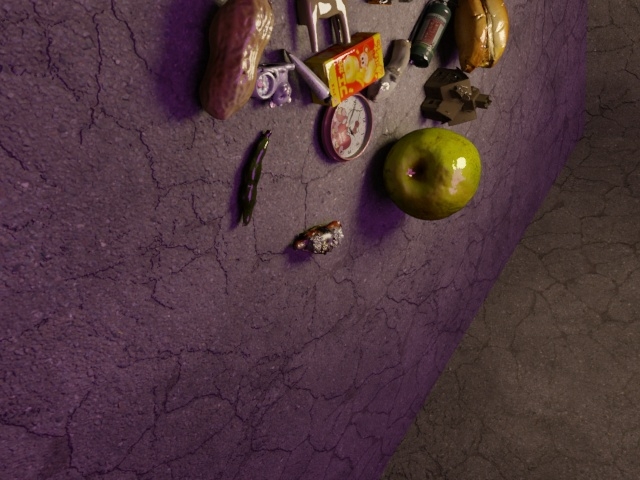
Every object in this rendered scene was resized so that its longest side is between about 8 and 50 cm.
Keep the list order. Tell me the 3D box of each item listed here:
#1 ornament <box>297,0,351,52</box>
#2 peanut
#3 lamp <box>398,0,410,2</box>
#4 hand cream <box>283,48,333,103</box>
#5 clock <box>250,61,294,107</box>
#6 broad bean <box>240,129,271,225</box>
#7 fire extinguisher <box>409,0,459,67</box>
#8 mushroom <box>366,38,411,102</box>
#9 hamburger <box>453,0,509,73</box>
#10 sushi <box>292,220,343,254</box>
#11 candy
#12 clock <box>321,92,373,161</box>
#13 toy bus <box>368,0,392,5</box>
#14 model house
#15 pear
[{"bbox_3d":[-0.014,-0.668,1.366,0.230,0.061,0.244,-32,126,-33],"label":"ornament"},{"bbox_3d":[-0.211,-0.450,1.178,0.149,0.149,0.312,2,108,-50],"label":"peanut"},{"bbox_3d":[0.288,-0.914,1.531,0.269,0.047,0.266,-59,148,-55],"label":"lamp"},{"bbox_3d":[-0.037,-0.475,1.389,0.042,0.067,0.194,-41,121,15],"label":"hand cream"},{"bbox_3d":[-0.145,-0.421,1.320,0.176,0.080,0.117,-26,127,-42],"label":"clock"},{"bbox_3d":[-0.199,-0.183,1.404,0.060,0.043,0.297,0,107,-60],"label":"broad bean"},{"bbox_3d":[0.419,-0.798,1.786,0.093,0.118,0.294,60,55,-86],"label":"fire extinguisher"},{"bbox_3d":[0.245,-0.594,1.688,0.277,0.096,0.099,-57,-175,-15],"label":"mushroom"},{"bbox_3d":[0.612,-0.822,1.862,0.290,0.170,0.313,75,4,-89],"label":"hamburger"},{"bbox_3d":[0.002,0.002,1.685,0.226,0.103,0.097,-21,122,-33],"label":"sushi"},{"bbox_3d":[0.084,-0.545,1.520,0.276,0.088,0.146,-41,136,-30],"label":"candy"},{"bbox_3d":[0.090,-0.386,1.632,0.245,0.056,0.244,-22,121,-41],"label":"clock"},{"bbox_3d":[0.196,-0.835,1.520,0.070,0.074,0.162,-20,123,-41],"label":"toy bus"},{"bbox_3d":[0.559,-0.559,1.942,0.204,0.244,0.211,-54,140,-17],"label":"model house"},{"bbox_3d":[0.439,-0.256,1.864,0.391,0.391,0.390,-25,126,-41],"label":"pear"}]
